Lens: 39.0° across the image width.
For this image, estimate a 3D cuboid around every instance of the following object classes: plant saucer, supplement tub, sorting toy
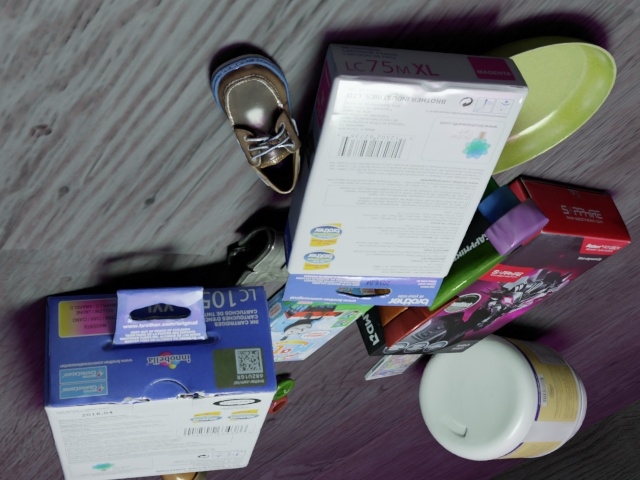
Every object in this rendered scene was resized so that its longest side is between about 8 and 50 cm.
[{"bbox_3d":[0.200,-0.146,0.982,0.241,0.037,0.241,-17,155,-8],"label":"plant saucer"},{"bbox_3d":[0.376,0.314,1.806,0.241,0.241,0.331,-34,152,27],"label":"supplement tub"},{"bbox_3d":[-0.086,0.271,1.618,0.061,0.042,0.102,-23,148,-33],"label":"sorting toy"},{"bbox_3d":[0.144,0.013,1.135,0.127,0.126,0.365,-30,167,-29],"label":"sorting toy"}]

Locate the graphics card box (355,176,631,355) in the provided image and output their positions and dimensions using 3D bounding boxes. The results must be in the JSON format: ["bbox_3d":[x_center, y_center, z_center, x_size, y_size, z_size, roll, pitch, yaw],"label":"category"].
[{"bbox_3d":[0.249,0.053,1.358,0.233,0.094,0.371,4,146,-43],"label":"graphics card box"}]

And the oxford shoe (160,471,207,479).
[{"bbox_3d":[-0.223,0.319,1.413,0.076,0.076,0.212,-42,-163,0],"label":"oxford shoe"}]

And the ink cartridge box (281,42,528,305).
[{"bbox_3d":[0.069,-0.052,0.925,0.186,0.065,0.311,2,134,-14],"label":"ink cartridge box"}]

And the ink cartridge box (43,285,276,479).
[{"bbox_3d":[-0.207,0.183,1.165,0.270,0.151,0.395,-2,153,-12],"label":"ink cartridge box"}]

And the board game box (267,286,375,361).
[{"bbox_3d":[-0.030,0.121,1.347,0.160,0.039,0.211,3,147,-41],"label":"board game box"}]

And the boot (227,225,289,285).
[{"bbox_3d":[0.000,0.000,1.065,0.161,0.083,0.246,0,154,-35],"label":"boot"}]

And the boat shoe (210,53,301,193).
[{"bbox_3d":[-0.048,-0.104,0.843,0.066,0.066,0.183,-23,155,4],"label":"boat shoe"}]

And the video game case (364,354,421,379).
[{"bbox_3d":[0.147,0.235,1.743,0.087,0.011,0.122,-6,152,-28],"label":"video game case"}]
